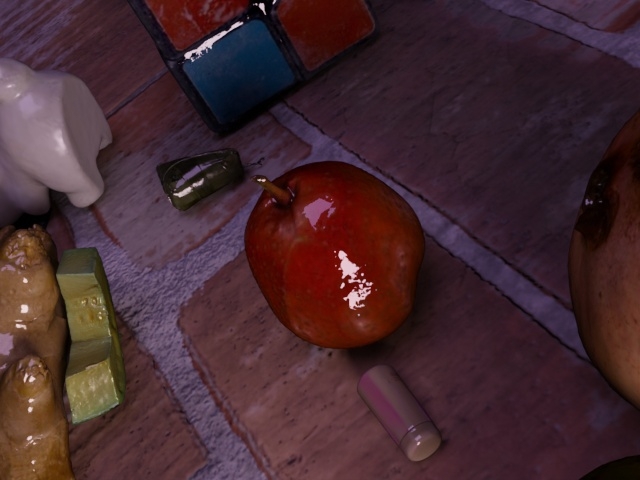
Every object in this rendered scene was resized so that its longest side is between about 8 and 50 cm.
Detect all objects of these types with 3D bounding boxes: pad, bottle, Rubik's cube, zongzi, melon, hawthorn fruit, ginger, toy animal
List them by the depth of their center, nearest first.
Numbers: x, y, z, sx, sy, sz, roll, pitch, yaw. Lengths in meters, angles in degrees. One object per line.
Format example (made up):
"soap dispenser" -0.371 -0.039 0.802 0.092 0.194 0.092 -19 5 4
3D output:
"bottle" 0.078 0.168 0.715 0.045 0.045 0.096 -38 48 -3
"hawthorn fruit" 0.000 0.000 0.768 0.196 0.225 0.197 -25 39 23
"melon" -0.282 0.110 0.894 0.064 0.118 0.210 -11 87 -4
"ginger" -0.350 0.121 0.901 0.375 0.166 0.236 42 105 36
"zongzi" -0.165 -0.118 1.067 0.154 0.062 0.130 -31 34 -5
"Rubik's cube" -0.141 -0.416 1.105 0.318 0.313 0.316 -32 47 0
"toy animal" -0.528 -0.148 1.147 0.367 0.241 0.196 -16 45 17
"pad" -0.492 0.015 1.165 0.112 0.003 0.157 -12 50 19

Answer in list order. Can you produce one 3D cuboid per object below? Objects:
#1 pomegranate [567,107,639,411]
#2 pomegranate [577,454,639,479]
"pomegranate" 0.328 0.013 0.530 0.322 0.322 0.322 -14 50 18
"pomegranate" 0.261 0.239 0.437 0.285 0.231 0.231 -6 53 25
